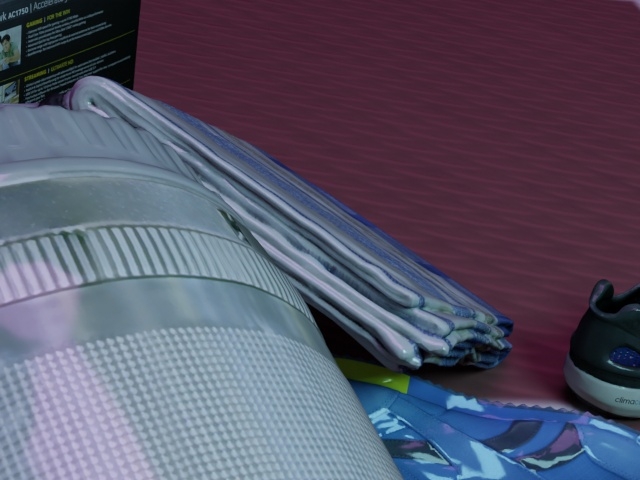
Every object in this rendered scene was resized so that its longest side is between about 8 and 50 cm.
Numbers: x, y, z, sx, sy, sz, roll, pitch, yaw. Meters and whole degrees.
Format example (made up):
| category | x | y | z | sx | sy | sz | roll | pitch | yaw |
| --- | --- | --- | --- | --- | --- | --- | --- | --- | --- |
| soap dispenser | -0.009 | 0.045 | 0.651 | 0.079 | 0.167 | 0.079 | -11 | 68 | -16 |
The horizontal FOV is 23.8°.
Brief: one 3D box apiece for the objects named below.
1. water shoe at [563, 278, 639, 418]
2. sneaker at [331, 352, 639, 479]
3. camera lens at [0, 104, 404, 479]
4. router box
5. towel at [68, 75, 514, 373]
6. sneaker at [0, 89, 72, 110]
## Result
| category | x | y | z | sx | sy | sz | roll | pitch | yaw |
| --- | --- | --- | --- | --- | --- | --- | --- | --- | --- |
| water shoe | 0.235 | 0.049 | 0.880 | 0.203 | 0.080 | 0.073 | -11 | 35 | -32 |
| sneaker | 0.078 | 0.119 | 0.744 | 0.209 | 0.069 | 0.082 | 14 | 60 | -8 |
| camera lens | -0.072 | 0.122 | 0.464 | 0.219 | 0.219 | 0.274 | -10 | 52 | -30 |
| router box | -0.192 | -0.116 | 1.009 | 0.046 | 0.133 | 0.179 | 24 | 32 | 24 |
| towel | 0.000 | 0.000 | 0.780 | 0.209 | 0.034 | 0.285 | 36 | 5 | 14 |
| sneaker | -0.180 | 0.021 | 0.770 | 0.210 | 0.137 | 0.366 | 0 | 25 | -15 |
